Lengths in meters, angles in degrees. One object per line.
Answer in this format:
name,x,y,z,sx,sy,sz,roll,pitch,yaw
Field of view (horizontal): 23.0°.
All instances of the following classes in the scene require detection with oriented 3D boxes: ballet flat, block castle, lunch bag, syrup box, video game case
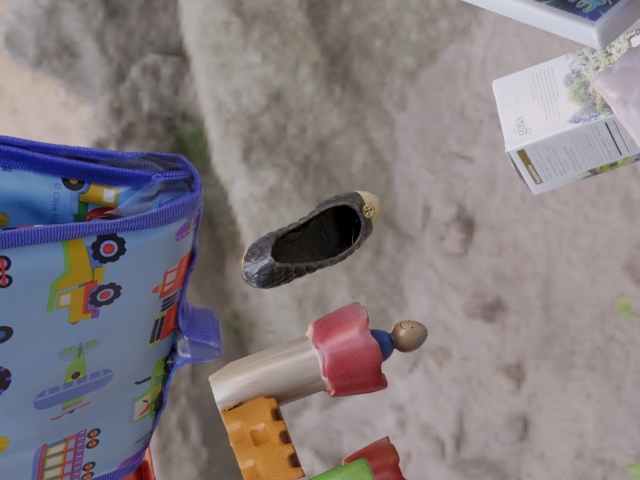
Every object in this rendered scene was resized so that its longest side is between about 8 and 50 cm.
ballet flat,0.000,0.000,1.407,0.049,0.173,0.057,-19,99,50
block castle,0.077,0.306,1.376,0.303,0.212,0.453,76,172,-46
lunch bag,-0.191,0.053,0.795,0.138,0.293,0.221,-107,23,-43
syrup box,0.302,-0.140,1.595,0.237,0.096,0.093,-19,55,17
video game case,0.198,-0.226,1.174,0.201,0.183,0.023,31,155,47

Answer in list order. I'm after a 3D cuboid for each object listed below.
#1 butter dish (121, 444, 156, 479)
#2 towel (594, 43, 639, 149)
butter dish,-0.229,0.242,1.413,0.160,0.118,0.160,-56,16,5
towel,0.409,-0.105,1.149,0.332,0.053,0.317,-35,50,7
